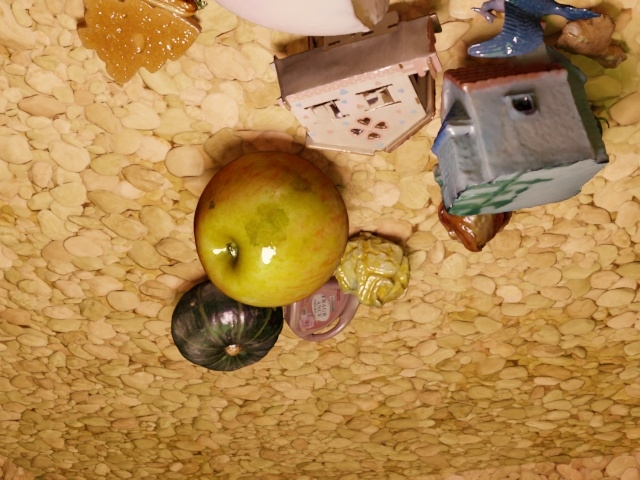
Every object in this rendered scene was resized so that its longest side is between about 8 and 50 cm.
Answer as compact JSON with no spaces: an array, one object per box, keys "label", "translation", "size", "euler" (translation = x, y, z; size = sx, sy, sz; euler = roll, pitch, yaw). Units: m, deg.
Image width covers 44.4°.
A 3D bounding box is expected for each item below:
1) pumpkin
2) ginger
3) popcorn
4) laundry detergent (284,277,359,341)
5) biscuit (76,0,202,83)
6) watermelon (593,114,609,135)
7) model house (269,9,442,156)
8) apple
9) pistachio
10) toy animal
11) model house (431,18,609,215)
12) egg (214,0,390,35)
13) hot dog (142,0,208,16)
[{"label":"pumpkin","translation":[-0.243,0.212,2.073],"size":[0.299,0.207,0.300],"euler":[-7,138,-6]},{"label":"ginger","translation":[0.512,-0.372,1.444],"size":[0.165,0.067,0.096],"euler":[10,141,-30]},{"label":"popcorn","translation":[0.128,0.075,1.930],"size":[0.187,0.167,0.185],"euler":[20,179,33]},{"label":"laundry detergent","translation":[0.024,0.182,2.067],"size":[0.236,0.076,0.171],"euler":[-1,107,-20]},{"label":"biscuit","translation":[-0.339,-0.394,1.476],"size":[0.238,0.041,0.212],"euler":[-2,134,5]},{"label":"watermelon","translation":[0.526,-0.222,1.597],"size":[0.108,0.109,0.109],"euler":[1,140,1]},{"label":"model house","translation":[0.096,-0.289,1.501],"size":[0.325,0.169,0.244],"euler":[-12,145,20]},{"label":"apple","translation":[-0.111,-0.018,1.679],"size":[0.339,0.340,0.340],"euler":[1,140,1]},{"label":"pistachio","translation":[0.350,-0.063,1.772],"size":[0.165,0.131,0.210],"euler":[4,132,3]},{"label":"toy animal","translation":[0.341,-0.419,1.321],"size":[0.255,0.239,0.176],"euler":[8,-178,-37]},{"label":"model house","translation":[0.339,-0.238,1.456],"size":[0.294,0.330,0.252],"euler":[-10,169,-6]},{"label":"egg","translation":[-0.073,-0.481,1.136],"size":[0.339,0.355,0.355],"euler":[8,143,18]},{"label":"hot dog","translation":[-0.291,-0.450,1.390],"size":[0.188,0.072,0.055],"euler":[19,171,-15]}]
